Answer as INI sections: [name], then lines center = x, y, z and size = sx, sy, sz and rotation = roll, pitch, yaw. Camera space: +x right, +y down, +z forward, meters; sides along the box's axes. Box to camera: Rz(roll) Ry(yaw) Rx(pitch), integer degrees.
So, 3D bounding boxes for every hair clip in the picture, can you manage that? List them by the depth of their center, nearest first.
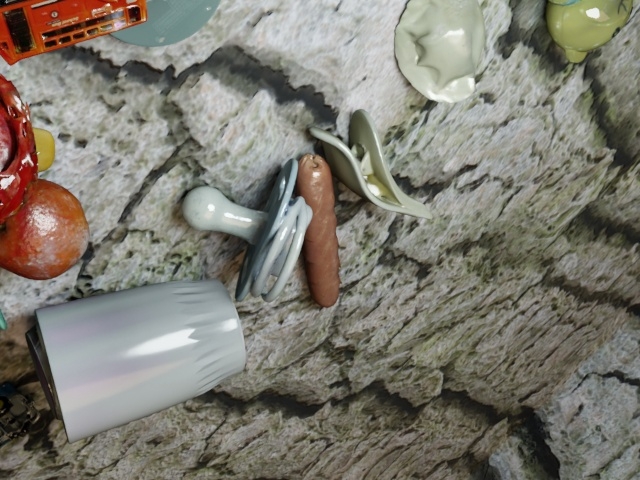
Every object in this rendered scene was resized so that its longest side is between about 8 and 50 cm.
[hair clip]
center = 0.088, -0.138, 1.397
size = 0.113, 0.172, 0.282
rotation = -39, 127, -8

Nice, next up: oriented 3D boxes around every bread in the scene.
[bread]
center = -0.478, -0.141, 1.122
size = 0.115, 0.056, 0.082
rotation = 11, 120, -37

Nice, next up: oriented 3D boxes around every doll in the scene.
[doll]
center = 0.497, -0.478, 1.347
size = 0.177, 0.162, 0.260
rotation = -54, 135, -12

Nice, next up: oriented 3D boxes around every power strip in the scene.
[power strip]
center = -0.226, -0.391, 1.068
size = 0.253, 0.054, 0.167
rotation = -38, 138, 3

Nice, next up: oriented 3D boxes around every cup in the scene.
[cup]
center = -0.349, 0.214, 1.357
size = 0.372, 0.253, 0.253
rotation = -13, 131, -23

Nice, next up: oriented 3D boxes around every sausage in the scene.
[sausage]
center = -0.002, 0.001, 1.504
size = 0.088, 0.088, 0.433
rotation = -21, 134, -14

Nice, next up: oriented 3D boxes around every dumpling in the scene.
[dumpling]
center = 0.220, -0.375, 1.314
size = 0.167, 0.126, 0.215
rotation = -4, 143, 6

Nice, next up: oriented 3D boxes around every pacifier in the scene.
[pacifier]
center = -0.148, -0.028, 1.328
size = 0.233, 0.244, 0.299
rotation = 22, 115, -8

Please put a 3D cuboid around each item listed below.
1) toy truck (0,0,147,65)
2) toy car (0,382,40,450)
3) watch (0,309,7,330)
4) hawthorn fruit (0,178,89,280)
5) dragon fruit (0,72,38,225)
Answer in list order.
[toy truck]
center = -0.351, -0.300, 0.888
size = 0.253, 0.107, 0.114
rotation = -25, 149, -20
[toy car]
center = -0.664, 0.365, 1.414
size = 0.191, 0.100, 0.097
rotation = -41, 139, -23
[watch]
center = -0.666, 0.139, 1.236
size = 0.195, 0.068, 0.237
rotation = -18, 134, -18
[hawthorn fruit]
center = -0.468, -0.024, 1.152
size = 0.173, 0.173, 0.172
rotation = -16, 132, -19
[dragon fruit]
center = -0.530, -0.117, 0.940
size = 0.296, 0.295, 0.302
rotation = 7, 146, -35
